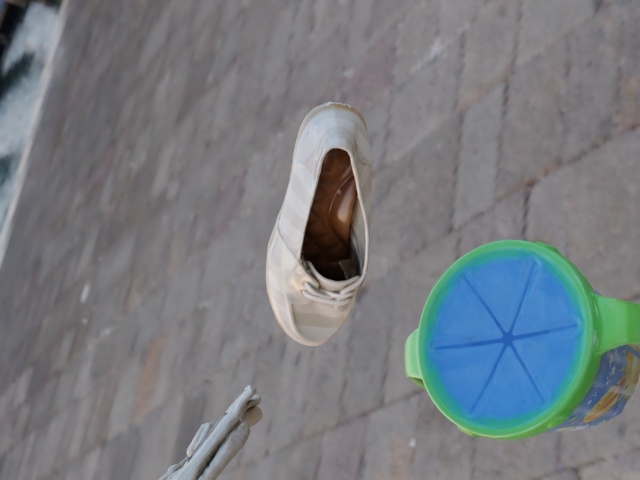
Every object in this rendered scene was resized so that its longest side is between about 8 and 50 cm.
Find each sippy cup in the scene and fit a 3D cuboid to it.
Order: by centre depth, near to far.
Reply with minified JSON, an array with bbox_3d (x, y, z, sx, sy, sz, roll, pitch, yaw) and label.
[{"bbox_3d":[0.272,0.135,1.579,0.305,0.224,0.240,31,97,39],"label":"sippy cup"}]

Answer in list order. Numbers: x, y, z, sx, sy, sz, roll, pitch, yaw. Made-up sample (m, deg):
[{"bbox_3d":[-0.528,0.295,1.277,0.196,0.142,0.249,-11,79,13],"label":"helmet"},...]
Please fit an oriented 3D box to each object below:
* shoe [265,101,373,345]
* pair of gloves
[{"bbox_3d":[0.000,0.000,1.023,0.058,0.076,0.219,-108,20,-56],"label":"shoe"},{"bbox_3d":[-0.136,0.235,1.312,0.204,0.042,0.240,-48,-1,-15],"label":"pair of gloves"}]
